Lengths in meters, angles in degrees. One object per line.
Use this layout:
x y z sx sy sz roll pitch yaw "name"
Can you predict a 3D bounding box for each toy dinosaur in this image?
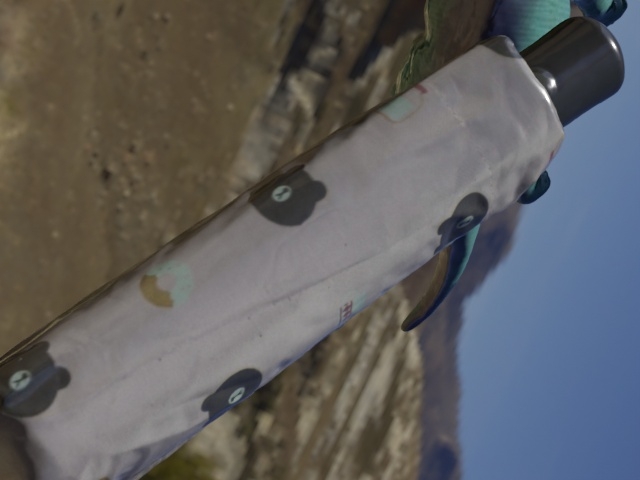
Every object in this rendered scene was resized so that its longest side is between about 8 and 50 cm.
0.089 -0.124 0.894 0.331 0.129 0.383 7 101 -79 "toy dinosaur"

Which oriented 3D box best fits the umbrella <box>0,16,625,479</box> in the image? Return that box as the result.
0.000 0.000 0.679 0.337 0.073 0.067 -36 -170 -21 "umbrella"
